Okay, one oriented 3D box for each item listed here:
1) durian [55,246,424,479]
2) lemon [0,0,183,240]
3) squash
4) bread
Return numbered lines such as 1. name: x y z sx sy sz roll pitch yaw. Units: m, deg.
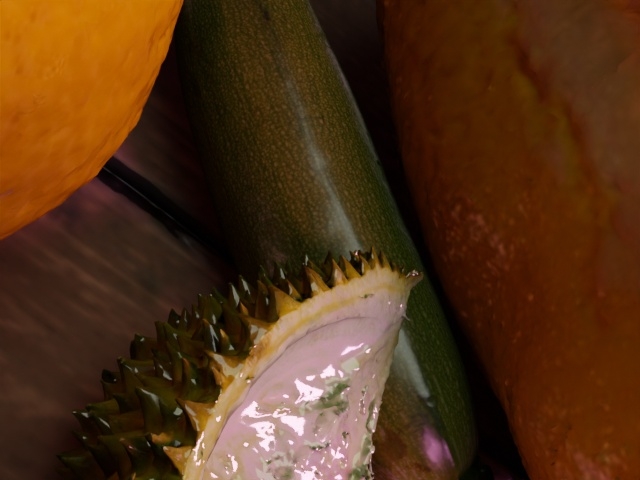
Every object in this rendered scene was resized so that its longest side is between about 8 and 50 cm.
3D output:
1. durian: -0.029 0.085 0.452 0.100 0.086 0.215 29 65 -16
2. lemon: -0.148 -0.085 0.405 0.260 0.204 0.204 -11 69 -38
3. squash: 0.000 0.000 0.549 0.066 0.066 0.252 -8 68 -40
4. bread: 0.181 0.010 0.611 0.328 0.148 0.337 15 46 -44
